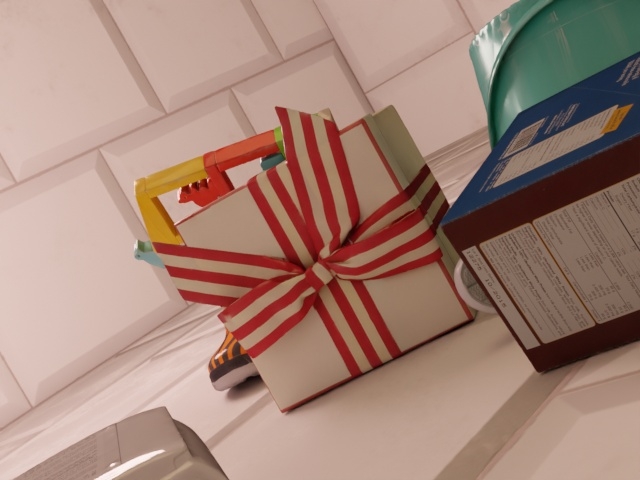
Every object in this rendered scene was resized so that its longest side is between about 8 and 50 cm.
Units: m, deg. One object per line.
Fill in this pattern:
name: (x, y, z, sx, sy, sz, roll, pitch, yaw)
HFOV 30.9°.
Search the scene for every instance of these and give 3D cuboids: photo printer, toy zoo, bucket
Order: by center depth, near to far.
photo printer: (-0.187, 0.226, 0.840, 0.256, 0.107, 0.307, -30, 4, -11)
bucket: (0.283, -0.143, 1.096, 0.281, 0.183, 0.281, -20, -10, -4)
toy zoo: (-0.092, -0.032, 1.399, 0.293, 0.192, 0.030, -19, 42, 8)

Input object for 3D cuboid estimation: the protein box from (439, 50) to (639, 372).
protein box: (0.229, -0.040, 0.827, 0.201, 0.136, 0.200, -26, 15, 37)

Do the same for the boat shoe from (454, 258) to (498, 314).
boat shoe: (0.212, 0.012, 1.011, 0.226, 0.083, 0.076, -18, -10, -17)

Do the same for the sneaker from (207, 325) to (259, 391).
sneaker: (-0.099, 0.074, 1.529, 0.124, 0.180, 0.321, -28, 4, 19)

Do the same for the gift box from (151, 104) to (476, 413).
gift box: (0.000, 0.000, 1.212, 0.255, 0.276, 0.258, -33, 4, 15)
